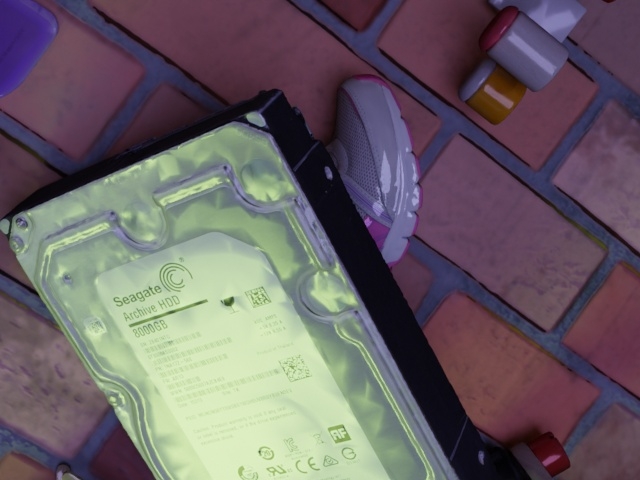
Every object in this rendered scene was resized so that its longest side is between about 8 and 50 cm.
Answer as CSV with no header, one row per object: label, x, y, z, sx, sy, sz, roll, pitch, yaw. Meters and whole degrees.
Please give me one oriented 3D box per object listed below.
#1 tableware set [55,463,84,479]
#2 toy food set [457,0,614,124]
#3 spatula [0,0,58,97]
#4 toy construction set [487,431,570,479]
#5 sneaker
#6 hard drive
tableware set,-0.163,0.265,0.959,0.194,0.039,0.128,41,103,-14
toy food set,0.163,-0.206,0.887,0.104,0.111,0.232,38,93,-7
spatula,-0.318,-0.197,0.805,0.296,0.030,0.084,34,96,-20
toy construction set,0.252,0.301,0.966,0.309,0.237,0.257,-7,105,-13
sneaker,0.000,0.000,0.898,0.111,0.103,0.252,6,101,-17
hard drive,-0.047,0.083,0.858,0.237,0.064,0.339,-19,108,28
